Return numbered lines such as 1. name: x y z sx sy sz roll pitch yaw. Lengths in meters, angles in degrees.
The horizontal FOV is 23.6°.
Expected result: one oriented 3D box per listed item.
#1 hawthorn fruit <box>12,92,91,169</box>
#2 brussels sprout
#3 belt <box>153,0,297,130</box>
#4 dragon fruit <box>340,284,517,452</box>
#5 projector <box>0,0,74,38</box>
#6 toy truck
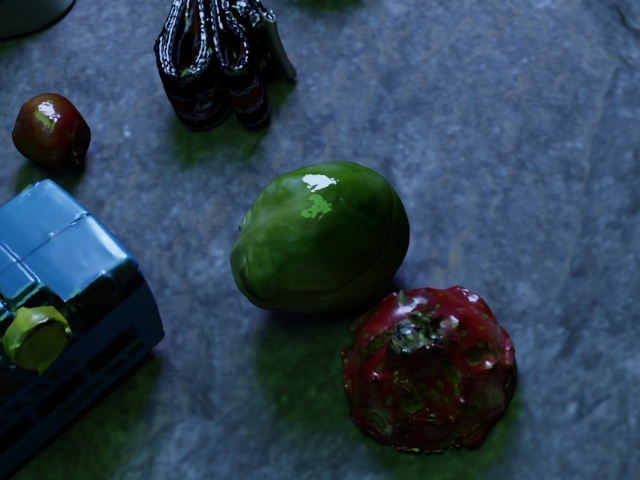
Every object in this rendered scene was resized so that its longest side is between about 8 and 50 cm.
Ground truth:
1. hawthorn fruit: -0.257 -0.104 1.475 0.077 0.077 0.077 -7 53 9
2. brussels sprout: 0.001 -0.003 1.293 0.155 0.155 0.117 -9 64 7
3. belt: -0.108 -0.266 1.539 0.126 0.094 0.359 -14 52 5
4. dragon fruit: 0.084 0.080 1.230 0.153 0.111 0.153 -4 54 6
5. projector: -0.406 -0.370 1.591 0.248 0.249 0.248 -11 52 5
6. toy truck: -0.316 0.127 1.262 0.385 0.162 0.161 -41 56 -15
